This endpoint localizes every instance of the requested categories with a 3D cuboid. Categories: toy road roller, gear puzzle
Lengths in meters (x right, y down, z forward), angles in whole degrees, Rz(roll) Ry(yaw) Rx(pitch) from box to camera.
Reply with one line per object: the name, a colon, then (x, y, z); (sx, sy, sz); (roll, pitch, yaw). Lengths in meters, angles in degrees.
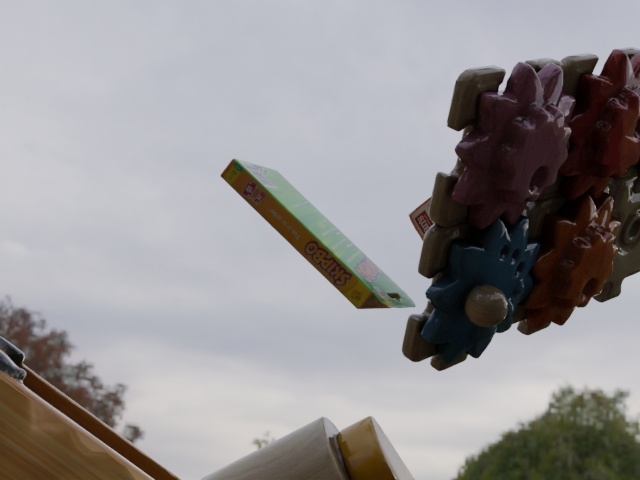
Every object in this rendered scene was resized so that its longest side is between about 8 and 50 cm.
toy road roller: (0.032, 0.345, 0.885); (0.202, 0.241, 0.330); (-28, -62, 5)
gear puzzle: (0.185, -0.028, 0.588); (0.338, 0.176, 0.044); (-15, 34, -41)

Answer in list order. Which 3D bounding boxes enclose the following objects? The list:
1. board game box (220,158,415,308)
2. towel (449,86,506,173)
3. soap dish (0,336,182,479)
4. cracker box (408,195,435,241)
board game box: (0.000, 0.000, 1.208); (0.259, 0.039, 0.124); (41, 12, 19)
towel: (0.229, -0.072, 1.146); (0.144, 0.197, 0.029); (33, -10, 1)
soap dish: (-0.107, 0.162, 0.500); (0.291, 0.118, 0.229); (39, -13, -10)
cracker box: (0.250, -0.061, 1.313); (0.232, 0.067, 0.155); (-40, -32, 21)
